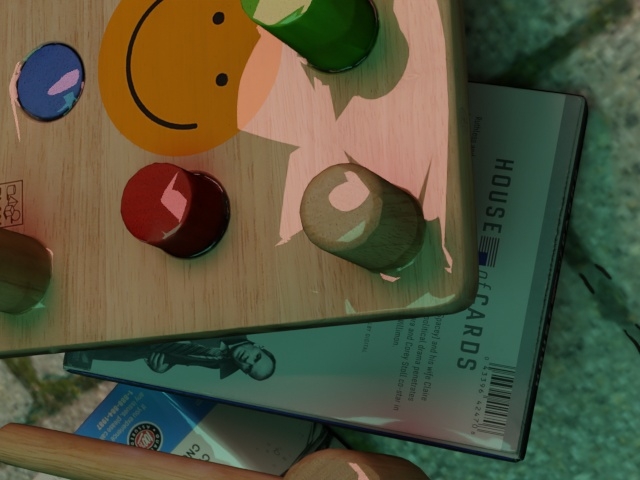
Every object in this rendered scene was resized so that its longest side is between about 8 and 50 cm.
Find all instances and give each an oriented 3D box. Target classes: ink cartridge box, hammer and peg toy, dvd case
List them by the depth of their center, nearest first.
[{"bbox_3d":[-0.062,-0.027,0.653,0.266,0.127,0.361,-6,78,23],"label":"hammer and peg toy"},{"bbox_3d":[0.000,0.000,0.728,0.239,0.029,0.179,9,81,17],"label":"dvd case"},{"bbox_3d":[-0.052,0.167,0.821,0.203,0.086,0.148,43,116,3],"label":"ink cartridge box"}]
